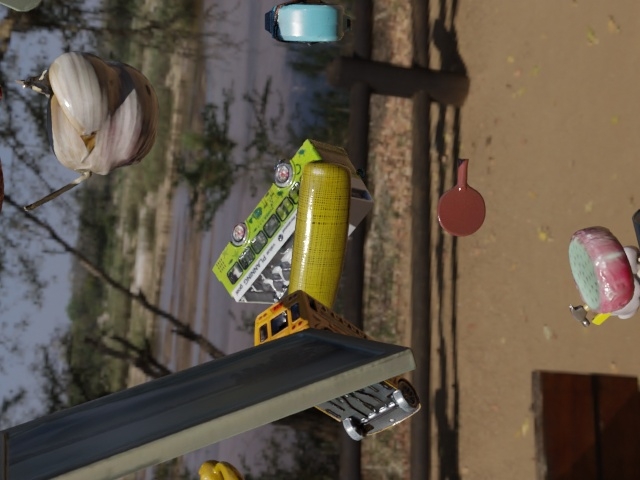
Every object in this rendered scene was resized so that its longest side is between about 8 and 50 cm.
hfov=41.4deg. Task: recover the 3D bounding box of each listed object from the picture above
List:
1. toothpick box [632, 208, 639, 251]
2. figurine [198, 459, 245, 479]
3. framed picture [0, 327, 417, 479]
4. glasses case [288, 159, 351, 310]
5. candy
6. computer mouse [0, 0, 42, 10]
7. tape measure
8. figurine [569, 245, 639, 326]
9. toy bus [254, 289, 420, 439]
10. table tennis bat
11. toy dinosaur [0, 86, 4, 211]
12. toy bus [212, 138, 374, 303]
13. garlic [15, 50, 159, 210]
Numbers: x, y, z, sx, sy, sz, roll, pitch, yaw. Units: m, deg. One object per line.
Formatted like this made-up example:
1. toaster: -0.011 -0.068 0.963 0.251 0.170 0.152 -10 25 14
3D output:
1. toothpick box: 0.634 0.028 1.521 0.111 0.111 0.181 -127 14 -70
2. figurine: -0.107 0.305 0.954 0.176 0.121 0.122 -33 76 62
3. framed picture: -0.100 0.122 0.632 0.213 0.289 0.016 177 77 -70
4. glasses case: 0.000 0.000 1.226 0.064 0.079 0.234 -118 34 -70
5. candy: 0.322 0.034 0.976 0.103 0.043 0.103 162 90 -89
6. computer mouse: -0.632 -0.511 1.671 0.089 0.181 0.056 -48 61 26
7. tape measure: -0.019 -0.377 1.457 0.125 0.146 0.081 16 112 40
8. figurine: 0.511 0.063 1.359 0.112 0.229 0.137 -88 -15 -47
9. toy bus: 0.020 0.133 0.893 0.083 0.194 0.088 -34 41 23
10. table tennis bat: 0.278 -0.085 1.667 0.019 0.098 0.155 -143 54 -84
11. toy dinosaur: -0.468 -0.098 1.161 0.242 0.167 0.053 65 176 -20
12. toy bus: -0.049 -0.016 1.410 0.302 0.113 0.139 -51 54 26
13. garlic: -0.367 -0.169 1.235 0.256 0.207 0.207 -45 8 -11
